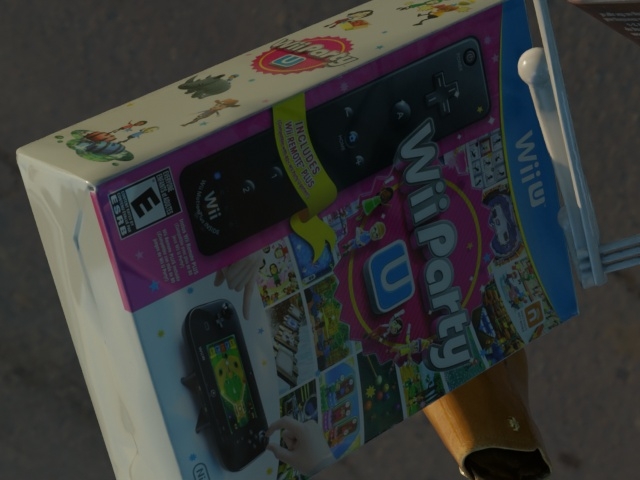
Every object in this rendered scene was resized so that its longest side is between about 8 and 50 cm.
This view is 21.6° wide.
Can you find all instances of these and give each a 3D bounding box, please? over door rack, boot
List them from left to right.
[{"bbox_3d":[0.082,0.076,1.314,0.104,0.211,0.295,-36,139,21],"label":"boot"},{"bbox_3d":[0.220,-0.111,0.840,0.239,0.108,0.324,-16,147,5],"label":"over door rack"}]

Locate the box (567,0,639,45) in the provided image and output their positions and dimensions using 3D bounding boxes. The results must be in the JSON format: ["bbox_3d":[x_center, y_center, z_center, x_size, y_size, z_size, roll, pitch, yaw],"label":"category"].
[{"bbox_3d":[0.424,-0.181,1.436,0.381,0.143,0.191,28,172,-28],"label":"box"}]

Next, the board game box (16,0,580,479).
[{"bbox_3d":[0.000,0.000,0.990,0.097,0.303,0.224,17,128,51],"label":"board game box"}]
